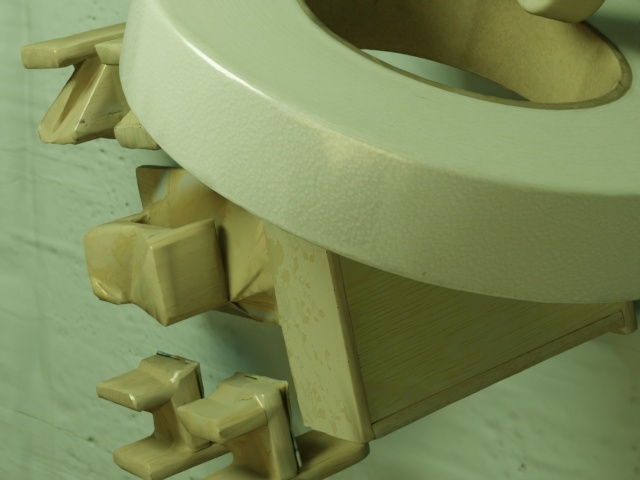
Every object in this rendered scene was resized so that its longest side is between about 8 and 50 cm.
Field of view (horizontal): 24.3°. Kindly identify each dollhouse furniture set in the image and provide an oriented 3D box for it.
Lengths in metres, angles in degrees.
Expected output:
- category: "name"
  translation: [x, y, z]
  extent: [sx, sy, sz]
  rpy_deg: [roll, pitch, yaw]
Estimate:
- category: "dollhouse furniture set"
  translation: [0.000, 0.000, 1.133]
  extent: [0.394, 0.256, 0.362]
  rpy_deg: [8, 113, 55]

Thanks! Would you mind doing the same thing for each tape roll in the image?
- category: "tape roll"
  translation: [0.076, -0.097, 0.891]
  extent: [0.392, 0.392, 0.072]
  rpy_deg: [29, 121, 23]

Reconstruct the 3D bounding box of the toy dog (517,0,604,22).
- category: "toy dog"
  translation: [0.239, -0.265, 0.868]
  extent: [0.333, 0.220, 0.161]
  rpy_deg: [-40, 45, 33]
